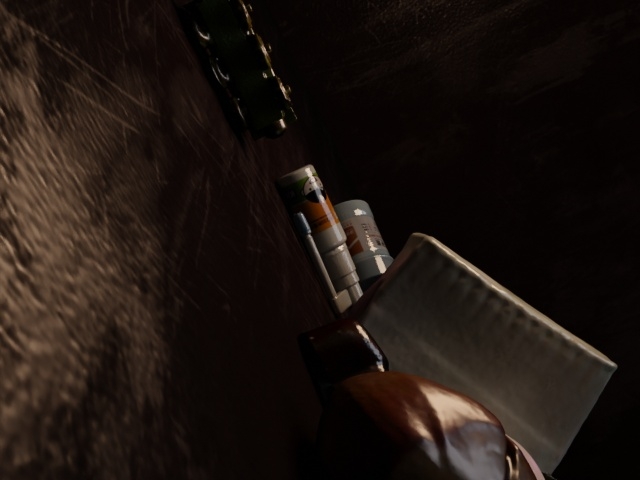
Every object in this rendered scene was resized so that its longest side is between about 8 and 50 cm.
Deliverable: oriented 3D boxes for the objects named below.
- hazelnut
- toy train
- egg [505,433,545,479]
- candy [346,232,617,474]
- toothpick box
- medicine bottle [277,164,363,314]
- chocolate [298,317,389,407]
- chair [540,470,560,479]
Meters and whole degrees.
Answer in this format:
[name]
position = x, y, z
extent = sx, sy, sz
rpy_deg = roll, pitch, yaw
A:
[hazelnut]
position = 0.092, 0.208, 0.905
extent = 0.212, 0.181, 0.181
rpy_deg = 52, 30, -22
[toy train]
position = -0.107, -0.243, 1.371
extent = 0.137, 0.090, 0.225
rpy_deg = -95, 160, -82
[egg]
position = 0.195, 0.325, 1.280
extent = 0.217, 0.183, 0.183
rpy_deg = 64, 6, 2
[candy]
position = 0.222, 0.162, 1.443
extent = 0.359, 0.208, 0.145
rpy_deg = 34, 3, -4
[toothpick box]
position = 0.065, 0.020, 1.739
extent = 0.153, 0.101, 0.101
rpy_deg = 67, 6, 27
[medicine bottle]
position = 0.000, 0.000, 1.505
extent = 0.220, 0.061, 0.092
rpy_deg = 65, 31, -6
[chocolate]
position = 0.045, 0.161, 1.132
extent = 0.148, 0.080, 0.125
rpy_deg = 66, 7, 18
[chair]
position = 0.287, 0.401, 1.412
extent = 0.149, 0.174, 0.213
rpy_deg = -5, 99, -54
